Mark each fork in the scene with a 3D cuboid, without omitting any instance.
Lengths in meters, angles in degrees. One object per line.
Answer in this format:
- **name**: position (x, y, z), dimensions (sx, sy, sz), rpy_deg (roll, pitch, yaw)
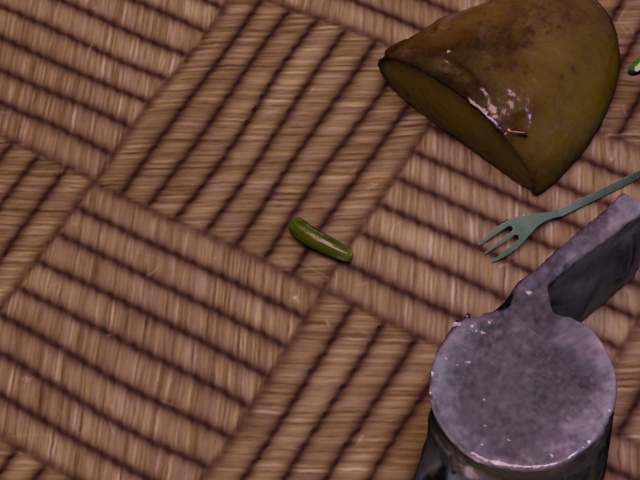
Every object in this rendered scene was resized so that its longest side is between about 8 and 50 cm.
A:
- **fork**: position (0.291, -0.043, 1.848), dimensions (0.235, 0.021, 0.039), rpy_deg (-27, 63, -7)

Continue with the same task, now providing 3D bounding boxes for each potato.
- **potato**: position (0.244, -0.229, 1.914), dimensions (0.255, 0.112, 0.269), rpy_deg (-43, 65, -16)

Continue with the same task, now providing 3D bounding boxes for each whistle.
- **whistle**: position (0.224, 0.127, 1.679), dimensions (0.188, 0.168, 0.405), rpy_deg (11, 58, 13)

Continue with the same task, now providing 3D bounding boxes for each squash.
- **squash**: position (-0.001, 0.000, 1.865), dimensions (0.089, 0.027, 0.027), rpy_deg (30, 69, 22)

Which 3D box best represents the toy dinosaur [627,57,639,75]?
- **toy dinosaur**: position (0.544, -0.050, 1.633), dimensions (0.500, 0.144, 0.375), rpy_deg (-3, 61, 30)
